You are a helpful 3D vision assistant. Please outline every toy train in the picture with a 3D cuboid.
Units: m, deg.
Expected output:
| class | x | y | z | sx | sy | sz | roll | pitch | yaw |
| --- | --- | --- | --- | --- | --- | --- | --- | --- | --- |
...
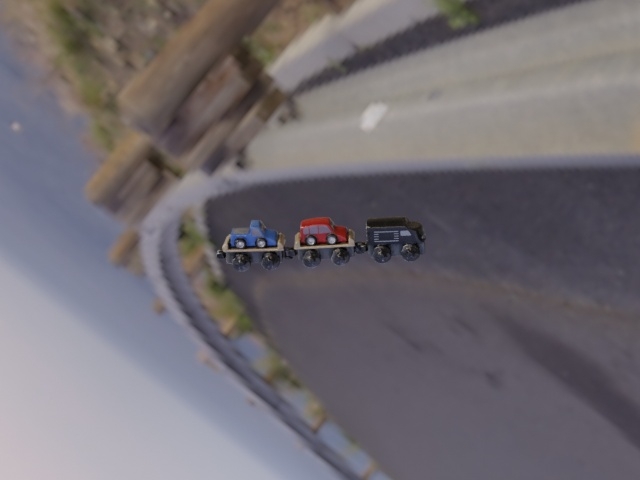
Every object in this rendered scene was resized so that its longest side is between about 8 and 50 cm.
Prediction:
| class | x | y | z | sx | sy | sz | roll | pitch | yaw |
| --- | --- | --- | --- | --- | --- | --- | --- | --- | --- |
| toy train | 0.000 | 0.000 | 1.255 | 0.158 | 0.036 | 0.027 | -3 | -161 | 4 |
